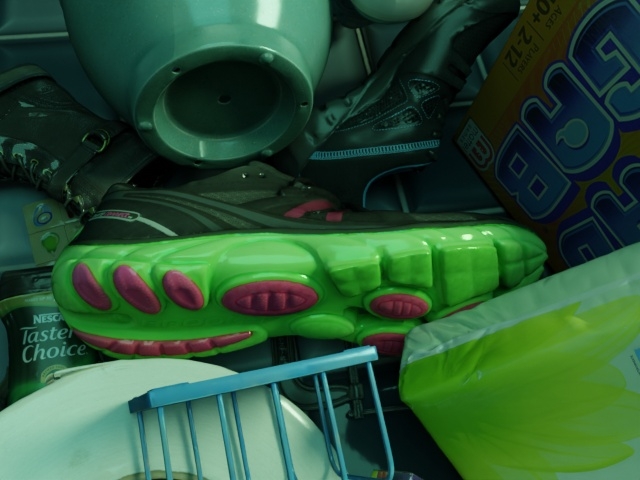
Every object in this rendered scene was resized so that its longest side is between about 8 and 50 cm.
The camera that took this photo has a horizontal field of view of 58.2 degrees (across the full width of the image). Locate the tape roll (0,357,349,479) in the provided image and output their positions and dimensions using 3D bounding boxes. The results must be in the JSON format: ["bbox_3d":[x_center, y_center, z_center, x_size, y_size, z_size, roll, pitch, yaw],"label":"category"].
[{"bbox_3d":[-0.138,0.289,0.453,0.393,0.072,0.391,9,66,-20],"label":"tape roll"}]

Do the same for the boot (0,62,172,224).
[{"bbox_3d":[-0.315,-0.077,0.636,0.229,0.091,0.263,34,65,12],"label":"boot"}]

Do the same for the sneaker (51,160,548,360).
[{"bbox_3d":[0.000,0.000,0.572,0.484,0.185,0.202,3,46,-12],"label":"sneaker"}]

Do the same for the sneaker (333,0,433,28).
[{"bbox_3d":[0.068,-0.323,0.718,0.135,0.150,0.365,-1,42,-2],"label":"sneaker"}]

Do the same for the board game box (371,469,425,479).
[{"bbox_3d":[0.086,0.303,0.491,0.141,0.048,0.170,39,53,-35],"label":"board game box"}]

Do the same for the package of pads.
[{"bbox_3d":[0.247,0.132,0.485,0.297,0.229,0.101,-25,25,21],"label":"package of pads"}]

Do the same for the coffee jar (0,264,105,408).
[{"bbox_3d":[-0.256,0.113,0.559,0.096,0.079,0.184,-8,73,-16],"label":"coffee jar"}]

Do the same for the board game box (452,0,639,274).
[{"bbox_3d":[0.433,-0.141,0.607,0.357,0.356,0.356,-26,71,-17],"label":"board game box"}]

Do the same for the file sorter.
[{"bbox_3d":[-0.046,0.152,0.442,0.171,0.118,0.104,-6,76,-26],"label":"file sorter"}]

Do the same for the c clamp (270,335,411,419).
[{"bbox_3d":[0.013,0.120,0.631,0.137,0.022,0.160,-11,69,-6],"label":"c clamp"}]

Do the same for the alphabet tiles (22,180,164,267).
[{"bbox_3d":[-0.199,0.010,0.660,0.238,0.009,0.198,-18,69,-14],"label":"alphabet tiles"}]

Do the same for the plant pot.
[{"bbox_3d":[-0.112,-0.200,0.595,0.293,0.293,0.196,-10,61,-11],"label":"plant pot"}]

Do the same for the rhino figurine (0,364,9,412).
[{"bbox_3d":[-0.388,0.200,0.520,0.106,0.073,0.243,43,67,9],"label":"rhino figurine"}]

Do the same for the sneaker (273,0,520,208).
[{"bbox_3d":[0.110,-0.159,0.680,0.341,0.125,0.139,-41,85,9],"label":"sneaker"}]
